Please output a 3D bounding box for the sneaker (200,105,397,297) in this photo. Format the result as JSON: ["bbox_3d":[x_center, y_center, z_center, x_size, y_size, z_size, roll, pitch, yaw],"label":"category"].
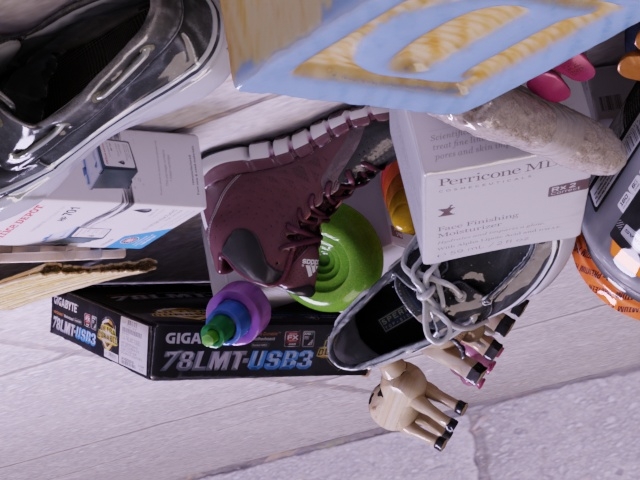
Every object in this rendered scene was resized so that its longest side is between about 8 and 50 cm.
[{"bbox_3d":[0.008,-0.030,1.644,0.281,0.162,0.106,-16,164,25],"label":"sneaker"}]

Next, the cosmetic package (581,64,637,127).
[{"bbox_3d":[0.374,-0.145,1.650,0.239,0.060,0.099,-8,161,-4],"label":"cosmetic package"}]

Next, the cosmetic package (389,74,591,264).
[{"bbox_3d":[0.146,-0.093,1.464,0.151,0.151,0.183,-11,155,-1],"label":"cosmetic package"}]

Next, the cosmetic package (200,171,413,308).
[{"bbox_3d":[0.000,0.000,1.879,0.238,0.107,0.127,-19,162,23],"label":"cosmetic package"}]

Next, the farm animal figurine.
[{"bbox_3d":[0.145,0.087,2.017,0.172,0.330,0.327,31,-179,8],"label":"farm animal figurine"}]

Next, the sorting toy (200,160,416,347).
[{"bbox_3d":[0.007,0.022,1.730,0.365,0.127,0.126,-32,-175,27],"label":"sorting toy"}]

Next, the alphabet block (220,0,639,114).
[{"bbox_3d":[0.059,-0.202,0.978,0.193,0.197,0.192,3,160,-41],"label":"alphabet block"}]

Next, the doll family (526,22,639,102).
[{"bbox_3d":[0.240,-0.201,1.130,0.118,0.163,0.263,20,145,-21],"label":"doll family"}]

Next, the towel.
[{"bbox_3d":[0.075,-0.124,1.252,0.282,0.049,0.187,31,-167,38],"label":"towel"}]

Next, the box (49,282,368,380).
[{"bbox_3d":[-0.137,0.105,2.017,0.295,0.073,0.293,1,-171,-31],"label":"box"}]

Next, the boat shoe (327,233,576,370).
[{"bbox_3d":[0.117,0.043,1.625,0.306,0.113,0.105,-30,180,42],"label":"boat shoe"}]

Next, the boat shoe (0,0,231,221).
[{"bbox_3d":[-0.225,-0.119,1.309,0.335,0.121,0.119,-29,150,24],"label":"boat shoe"}]

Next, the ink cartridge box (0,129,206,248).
[{"bbox_3d":[-0.226,-0.050,1.586,0.191,0.082,0.140,0,163,-35],"label":"ink cartridge box"}]

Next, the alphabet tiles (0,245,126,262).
[{"bbox_3d":[-0.357,0.014,1.715,0.278,0.021,0.284,-2,180,19],"label":"alphabet tiles"}]

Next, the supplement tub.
[{"bbox_3d":[0.353,-0.071,1.503,0.194,0.193,0.316,-4,146,-20],"label":"supplement tub"}]

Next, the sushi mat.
[{"bbox_3d":[-0.337,0.055,1.935,0.151,0.019,0.316,0,170,-41],"label":"sushi mat"}]
